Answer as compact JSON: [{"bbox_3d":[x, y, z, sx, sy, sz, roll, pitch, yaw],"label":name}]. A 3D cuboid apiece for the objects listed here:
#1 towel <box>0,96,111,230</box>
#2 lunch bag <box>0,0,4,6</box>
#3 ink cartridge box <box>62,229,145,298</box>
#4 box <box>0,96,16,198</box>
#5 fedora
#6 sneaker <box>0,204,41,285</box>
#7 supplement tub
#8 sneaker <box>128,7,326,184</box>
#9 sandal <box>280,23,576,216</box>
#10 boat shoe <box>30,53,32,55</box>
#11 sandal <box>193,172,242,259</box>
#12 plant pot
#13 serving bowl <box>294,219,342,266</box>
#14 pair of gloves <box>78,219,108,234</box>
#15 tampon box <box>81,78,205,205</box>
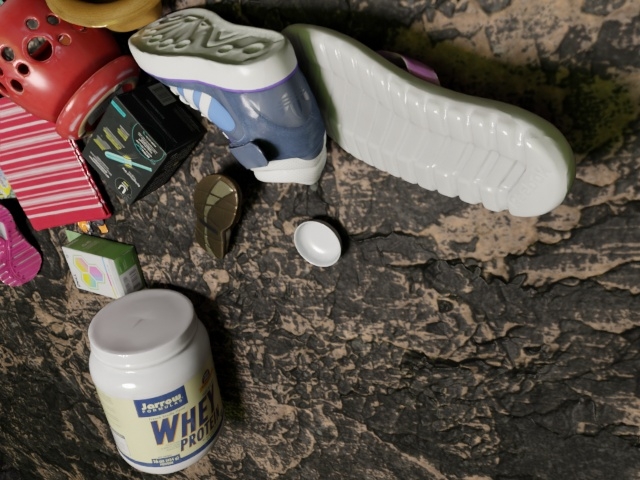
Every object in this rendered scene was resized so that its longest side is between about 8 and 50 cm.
[{"bbox_3d":[-0.545,-0.152,1.085,0.199,0.031,0.275,-8,115,18],"label":"towel"},{"bbox_3d":[-0.713,-0.425,0.953,0.223,0.160,0.262,-29,107,41],"label":"lunch bag"},{"bbox_3d":[-0.487,0.053,1.190,0.209,0.062,0.109,12,125,25],"label":"ink cartridge box"},{"bbox_3d":[-0.690,-0.201,1.157,0.159,0.044,0.233,-1,119,31],"label":"box"},{"bbox_3d":[-0.284,-0.353,0.772,0.194,0.194,0.079,22,165,17],"label":"fedora"},{"bbox_3d":[-0.744,-0.003,1.290,0.111,0.103,0.252,34,141,35],"label":"sneaker"},{"bbox_3d":[-0.334,0.287,1.136,0.235,0.235,0.325,13,125,24],"label":"supplement tub"},{"bbox_3d":[-0.125,-0.182,0.781,0.323,0.130,0.236,27,151,38],"label":"sneaker"},{"bbox_3d":[0.115,-0.157,0.672,0.416,0.102,0.169,36,152,28],"label":"sandal"},{"bbox_3d":[-0.551,-0.314,1.014,0.100,0.035,0.035,-15,84,41],"label":"boat shoe"},{"bbox_3d":[-0.168,-0.045,0.946,0.090,0.060,0.219,36,146,13],"label":"sandal"},{"bbox_3d":[-0.392,-0.264,0.850,0.174,0.191,0.191,44,132,-11],"label":"plant pot"},{"bbox_3d":[0.000,0.000,0.889,0.083,0.027,0.083,16,127,22],"label":"serving bowl"},{"bbox_3d":[-0.489,-0.045,1.162,0.083,0.010,0.074,-4,117,32],"label":"pair of gloves"},{"bbox_3d":[-0.293,-0.160,0.910,0.120,0.101,0.161,49,132,-5],"label":"tampon box"}]
